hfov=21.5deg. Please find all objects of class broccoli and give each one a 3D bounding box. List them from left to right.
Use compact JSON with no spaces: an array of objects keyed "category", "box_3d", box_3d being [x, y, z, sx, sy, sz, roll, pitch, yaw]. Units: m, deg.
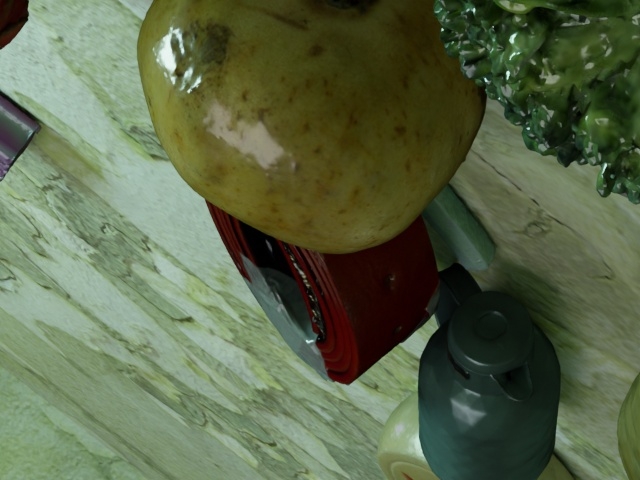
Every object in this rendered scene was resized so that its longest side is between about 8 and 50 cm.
[{"category":"broccoli","box_3d":[0.179,-0.178,0.931,0.245,0.248,0.288,-18,122,20]}]

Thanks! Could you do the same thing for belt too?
[{"category":"belt","box_3d":[0.000,0.000,1.572,0.227,0.115,0.324,42,159,35]}]

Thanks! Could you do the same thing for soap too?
[{"category":"soap","box_3d":[-0.442,-0.163,2.035,0.203,0.065,0.122,38,160,-8]}]

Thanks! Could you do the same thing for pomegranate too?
[{"category":"pomegranate","box_3d":[-0.007,-0.114,1.233,0.260,0.260,0.260,30,159,13]}]

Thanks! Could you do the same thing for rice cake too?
[{"category":"rice cake","box_3d":[0.101,-0.037,1.525,0.042,0.030,0.180,5,144,46]}]

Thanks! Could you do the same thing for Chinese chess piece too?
[{"category":"Chinese chess piece","box_3d":[0.184,0.282,2.006,0.250,0.097,0.251,31,160,13]}]

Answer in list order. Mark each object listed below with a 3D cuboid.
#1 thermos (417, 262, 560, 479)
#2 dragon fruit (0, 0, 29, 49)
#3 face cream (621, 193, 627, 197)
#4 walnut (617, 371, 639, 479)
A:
[{"category":"thermos","box_3d":[0.161,0.130,1.671,0.286,0.145,0.182,82,164,-60]},{"category":"dragon fruit","box_3d":[-0.371,-0.264,1.414,0.277,0.277,0.342,34,-178,3]},{"category":"face cream","box_3d":[0.323,-0.024,1.155,0.269,0.073,0.107,27,150,24]},{"category":"walnut","box_3d":[0.363,0.163,1.290,0.283,0.227,0.283,13,108,45]}]
